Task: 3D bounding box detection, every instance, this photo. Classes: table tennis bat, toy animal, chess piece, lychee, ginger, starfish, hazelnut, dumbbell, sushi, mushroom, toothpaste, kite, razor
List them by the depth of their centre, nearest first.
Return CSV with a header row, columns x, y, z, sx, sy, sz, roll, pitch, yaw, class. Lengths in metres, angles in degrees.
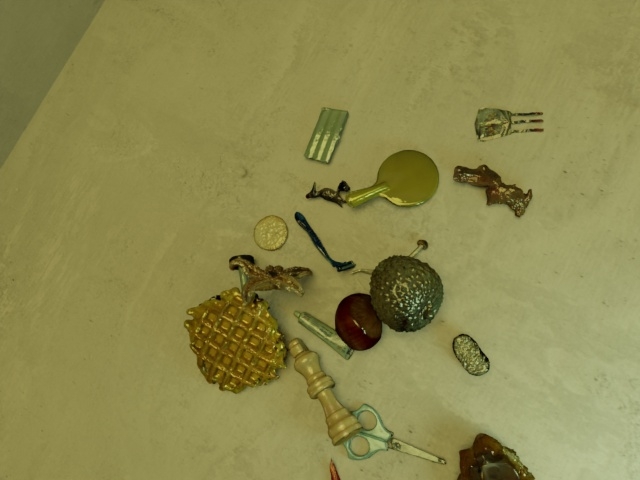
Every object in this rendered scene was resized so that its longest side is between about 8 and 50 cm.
x,y,z,sx,sy,sz,roll,pitch,yaw,class
0.503,0.385,1.747,0.090,0.078,0.150,-40,70,10,sushi
0.288,0.181,1.776,0.274,0.255,0.255,34,87,42,lychee
0.001,0.514,1.833,0.117,0.117,0.397,-35,63,5,chess piece
0.136,0.280,1.851,0.170,0.161,0.202,4,39,4,hazelnut
0.615,-0.192,1.872,0.290,0.084,0.122,33,109,17,ginger
-0.182,0.138,1.901,0.311,0.303,0.113,6,104,-5,starfish
0.260,0.084,1.917,0.306,0.043,0.068,-27,53,9,mushroom
0.010,0.336,1.917,0.268,0.047,0.069,31,67,18,toothpaste
0.700,-0.437,1.935,0.245,0.015,0.141,1,79,17,kite
0.269,-0.209,1.966,0.368,0.054,0.224,-22,74,-1,table tennis bat
-0.005,0.009,2.005,0.324,0.093,0.056,47,127,24,razor
-0.298,0.158,2.022,0.100,0.100,0.191,-12,74,13,dumbbell
0.038,-0.180,2.032,0.202,0.070,0.105,-1,95,12,toy animal

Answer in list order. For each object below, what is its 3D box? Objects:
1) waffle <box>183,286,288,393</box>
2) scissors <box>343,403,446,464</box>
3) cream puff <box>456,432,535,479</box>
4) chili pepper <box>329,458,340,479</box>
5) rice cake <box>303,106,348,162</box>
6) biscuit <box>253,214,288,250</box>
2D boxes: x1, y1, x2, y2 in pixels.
x,y,z,sx,sy,sz,roll,pitch,yaw,class
-0.315,0.375,1.925,0.379,0.095,0.382,-21,92,15,waffle
0.249,0.692,1.766,0.360,0.029,0.191,13,79,19,scissors
0.536,0.735,1.608,0.240,0.155,0.269,-13,75,13,cream puff
0.053,0.840,1.786,0.045,0.027,0.178,-17,72,7,chili pepper
0.026,-0.428,2.109,0.127,0.043,0.237,17,82,18,rice cake
-0.200,-0.031,2.084,0.151,0.020,0.152,-4,76,15,biscuit
